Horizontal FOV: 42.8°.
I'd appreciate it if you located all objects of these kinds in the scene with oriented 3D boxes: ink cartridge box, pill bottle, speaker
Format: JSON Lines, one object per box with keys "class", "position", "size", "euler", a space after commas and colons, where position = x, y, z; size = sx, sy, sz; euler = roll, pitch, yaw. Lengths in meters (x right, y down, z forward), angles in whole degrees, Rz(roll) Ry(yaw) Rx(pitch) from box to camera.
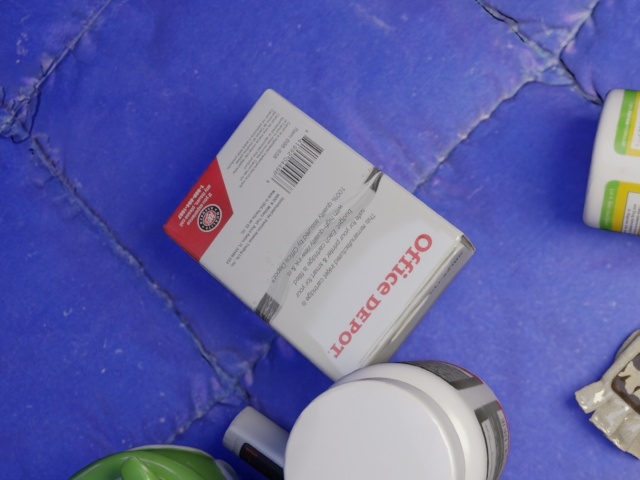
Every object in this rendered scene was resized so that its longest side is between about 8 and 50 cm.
{"class": "ink cartridge box", "position": [0.000, 0.000, 0.884], "size": [0.273, 0.114, 0.197], "euler": [40, 95, 20]}
{"class": "pill bottle", "position": [0.378, -0.059, 0.750], "size": [0.246, 0.136, 0.136], "euler": [11, 86, 20]}
{"class": "speaker", "position": [-0.040, 0.240, 0.898], "size": [0.136, 0.055, 0.055], "euler": [31, 93, 20]}
{"class": "pill bottle", "position": [0.077, 0.191, 0.742], "size": [0.161, 0.283, 0.161], "euler": [-3, 82, 19]}

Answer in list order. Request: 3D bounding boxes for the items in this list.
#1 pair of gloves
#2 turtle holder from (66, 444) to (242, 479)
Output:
{"class": "pair of gloves", "position": [0.390, 0.171, 0.767], "size": [0.204, 0.042, 0.240], "euler": [-44, 73, 9]}
{"class": "turtle holder", "position": [-0.127, 0.355, 0.821], "size": [0.320, 0.227, 0.243], "euler": [34, 93, 19]}
